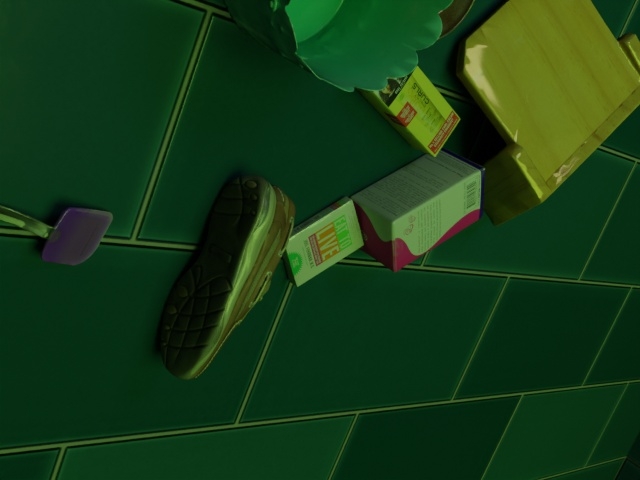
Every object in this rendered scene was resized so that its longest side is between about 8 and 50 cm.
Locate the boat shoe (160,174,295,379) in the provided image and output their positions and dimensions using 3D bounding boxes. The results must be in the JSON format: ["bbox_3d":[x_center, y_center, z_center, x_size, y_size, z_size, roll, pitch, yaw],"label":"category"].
[{"bbox_3d":[-0.127,0.065,1.229,0.116,0.123,0.324,17,104,-51],"label":"boat shoe"}]

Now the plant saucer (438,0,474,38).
[{"bbox_3d":[0.174,-0.408,1.273,0.198,0.036,0.199,-23,129,-32],"label":"plant saucer"}]

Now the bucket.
[{"bbox_3d":[0.019,-0.341,1.053,0.281,0.183,0.281,-25,131,-32],"label":"bucket"}]

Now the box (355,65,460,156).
[{"bbox_3d":[0.139,-0.228,1.339,0.087,0.058,0.232,-55,140,-2],"label":"box"}]

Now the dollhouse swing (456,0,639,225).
[{"bbox_3d":[0.388,-0.271,1.556,0.347,0.305,0.315,-44,180,-14],"label":"dollhouse swing"}]

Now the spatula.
[{"bbox_3d":[-0.376,-0.028,0.990,0.296,0.030,0.084,20,103,-49],"label":"spatula"}]

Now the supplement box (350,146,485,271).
[{"bbox_3d":[0.170,-0.057,1.442,0.220,0.114,0.111,-31,134,-29],"label":"supplement box"}]

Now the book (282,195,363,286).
[{"bbox_3d":[0.000,0.000,1.379,0.144,0.035,0.096,-33,131,-23],"label":"book"}]
